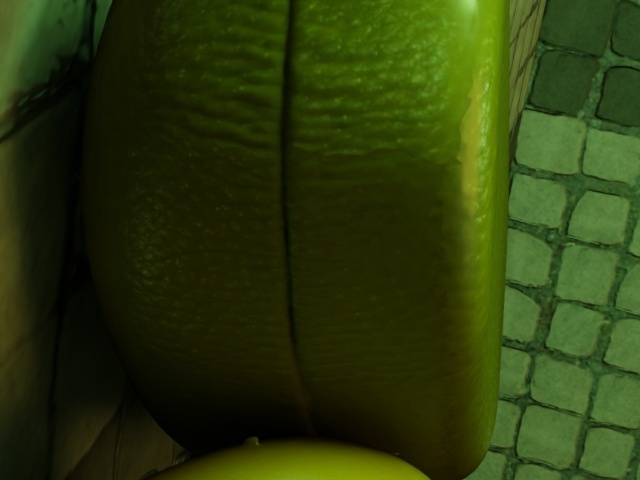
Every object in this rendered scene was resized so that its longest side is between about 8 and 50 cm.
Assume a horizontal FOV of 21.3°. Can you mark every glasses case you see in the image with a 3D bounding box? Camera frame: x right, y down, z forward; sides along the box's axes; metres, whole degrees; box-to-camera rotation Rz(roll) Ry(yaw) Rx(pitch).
[{"bbox_3d":[0.000,0.000,0.652,0.371,0.141,0.173,70,23,-71],"label":"glasses case"}]

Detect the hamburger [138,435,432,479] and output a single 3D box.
[{"bbox_3d":[-0.035,0.171,0.564,0.246,0.170,0.246,-28,150,-18],"label":"hamburger"}]
